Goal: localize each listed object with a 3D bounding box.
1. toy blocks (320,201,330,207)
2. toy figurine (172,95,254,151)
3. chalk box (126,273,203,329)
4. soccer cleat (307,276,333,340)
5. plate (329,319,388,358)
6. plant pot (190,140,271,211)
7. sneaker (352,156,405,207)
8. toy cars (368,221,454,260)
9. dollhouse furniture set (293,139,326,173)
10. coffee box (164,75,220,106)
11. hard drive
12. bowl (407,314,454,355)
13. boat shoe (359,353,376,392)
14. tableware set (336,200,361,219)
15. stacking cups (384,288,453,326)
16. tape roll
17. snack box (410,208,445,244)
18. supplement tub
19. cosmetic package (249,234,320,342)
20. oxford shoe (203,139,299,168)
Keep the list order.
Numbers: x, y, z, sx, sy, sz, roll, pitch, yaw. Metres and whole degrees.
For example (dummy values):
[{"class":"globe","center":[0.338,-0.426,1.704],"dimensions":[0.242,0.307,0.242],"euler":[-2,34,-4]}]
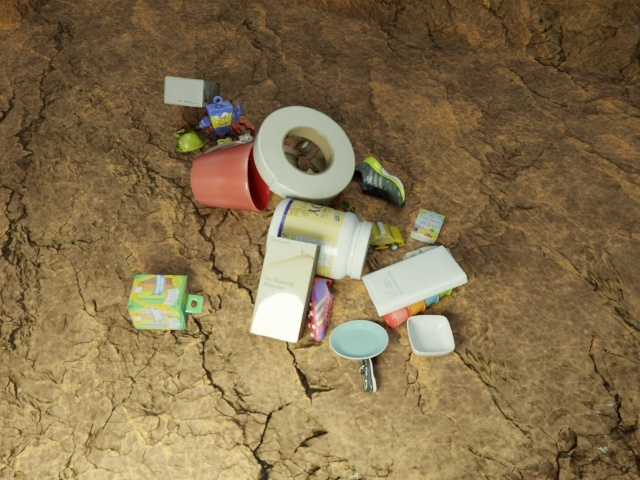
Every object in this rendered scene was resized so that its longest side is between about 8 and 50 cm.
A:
[{"class":"toy blocks","center":[0.011,-0.104,2.070],"dimensions":[0.123,0.054,0.148],"euler":[34,54,24]},{"class":"toy figurine","center":[-0.472,-0.538,2.313],"dimensions":[0.362,0.217,0.191],"euler":[-15,51,-18]},{"class":"chalk box","center":[-0.488,0.198,1.705],"dimensions":[0.213,0.132,0.132],"euler":[1,48,-4]},{"class":"soccer cleat","center":[0.004,0.220,1.765],"dimensions":[0.095,0.083,0.248],"euler":[1,45,-10]},{"class":"plate","center":[0.122,0.320,1.690],"dimensions":[0.188,0.024,0.188],"euler":[-3,30,2]},{"class":"plant pot","center":[-0.344,-0.237,2.031],"dimensions":[0.243,0.275,0.275],"euler":[-1,47,13]},{"class":"sneaker","center":[0.237,-0.222,2.176],"dimensions":[0.121,0.111,0.300],"euler":[-30,51,-15]},{"class":"toy cars","center":[0.313,0.020,1.960],"dimensions":[0.393,0.087,0.176],"euler":[24,51,16]},{"class":"dollhouse furniture set","center":[0.001,-0.303,2.117],"dimensions":[0.242,0.212,0.161],"euler":[-53,26,-16]},{"class":"coffee box","center":[-0.570,-0.663,2.390],"dimensions":[0.168,0.119,0.297],"euler":[7,14,1]},{"class":"hard drive","center":[0.310,0.132,1.797],"dimensions":[0.307,0.040,0.203],"euler":[-21,32,-1]},{"class":"bowl","center":[0.351,0.315,1.721],"dimensions":[0.142,0.053,0.142],"euler":[0,48,-6]},{"class":"boat shoe","center":[0.139,0.406,1.629],"dimensions":[0.038,0.046,0.125],"euler":[-2,56,-13]},{"class":"tableware set","center":[0.100,-0.085,2.055],"dimensions":[0.104,0.024,0.154],"euler":[34,51,-5]},{"class":"stacking cups","center":[0.353,0.188,1.806],"dimensions":[0.316,0.096,0.096],"euler":[-30,57,-28]},{"class":"tape roll","center":[-0.058,-0.317,1.974],"dimensions":[0.392,0.072,0.392],"euler":[10,65,-21]},{"class":"snack box","center":[0.417,-0.055,2.069],"dimensions":[0.100,0.037,0.141],"euler":[21,49,12]},{"class":"supplement tub","center":[0.000,0.000,1.851],"dimensions":[0.331,0.241,0.241],"euler":[13,48,7]},{"class":"cosmetic package","center":[-0.110,0.150,1.680],"dimensions":[0.160,0.113,0.309],"euler":[10,89,6]},{"class":"oxford shoe","center":[-0.285,-0.314,2.183],"dimensions":[0.397,0.140,0.146],"euler":[-2,55,-3]}]
